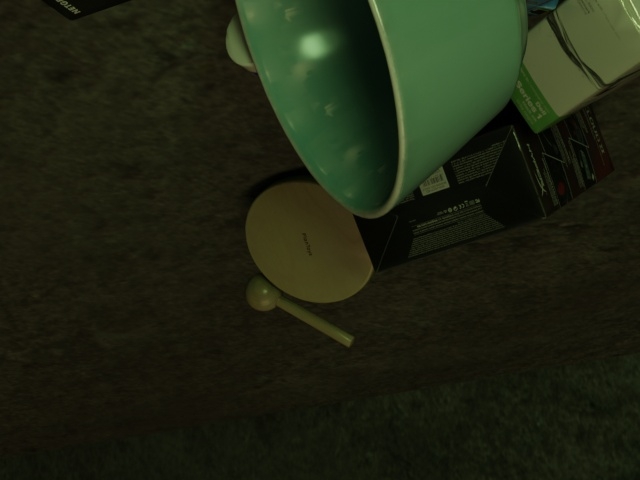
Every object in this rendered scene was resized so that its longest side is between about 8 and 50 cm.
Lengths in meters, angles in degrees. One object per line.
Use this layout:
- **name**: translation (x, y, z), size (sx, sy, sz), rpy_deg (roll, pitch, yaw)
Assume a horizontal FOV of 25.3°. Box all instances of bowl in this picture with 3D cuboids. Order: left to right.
- **bowl**: translation (0.058, -0.191, 1.188), size (0.163, 0.312, 0.311), rpy_deg (-22, 165, -17)

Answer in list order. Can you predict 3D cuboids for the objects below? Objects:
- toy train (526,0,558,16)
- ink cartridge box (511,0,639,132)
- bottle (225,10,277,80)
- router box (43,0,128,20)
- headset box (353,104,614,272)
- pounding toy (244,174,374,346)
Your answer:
- **toy train**: translation (0.177, -0.247, 1.268), size (0.105, 0.080, 0.184), rpy_deg (7, 179, -11)
- **ink cartridge box**: translation (0.289, -0.204, 1.356), size (0.160, 0.093, 0.219), rpy_deg (-29, 177, -25)
- **bottle**: translation (0.016, -0.165, 1.444), size (0.092, 0.118, 0.283), rpy_deg (-18, 159, 31)
- **router box**: translation (-0.200, -0.299, 0.803), size (0.081, 0.243, 0.309), rpy_deg (-14, 159, 21)
- **headset box**: translation (0.194, -0.075, 1.641), size (0.218, 0.110, 0.293), rpy_deg (-19, -176, 30)
- **pounding toy**: translation (0.000, 0.000, 1.906), size (0.182, 0.110, 0.237), rpy_deg (19, 125, 12)
